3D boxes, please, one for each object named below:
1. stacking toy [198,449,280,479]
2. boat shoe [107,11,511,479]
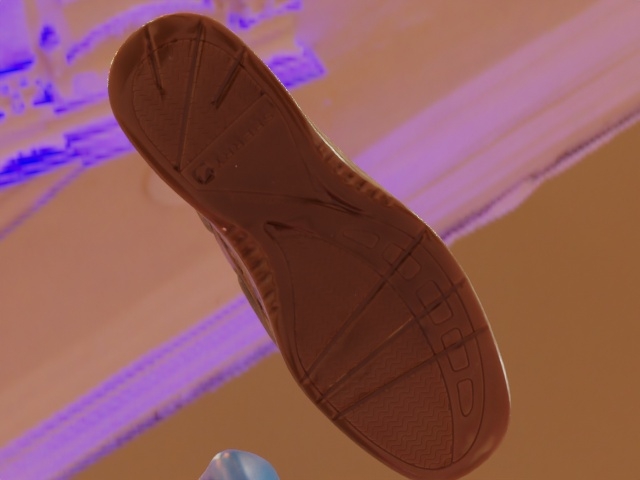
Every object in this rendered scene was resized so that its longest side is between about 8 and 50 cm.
[{"bbox_3d":[-0.137,0.223,0.739,0.302,0.175,0.166,-19,-100,-13],"label":"stacking toy"},{"bbox_3d":[0.000,0.000,0.874,0.104,0.089,0.285,-35,-87,2],"label":"boat shoe"}]
